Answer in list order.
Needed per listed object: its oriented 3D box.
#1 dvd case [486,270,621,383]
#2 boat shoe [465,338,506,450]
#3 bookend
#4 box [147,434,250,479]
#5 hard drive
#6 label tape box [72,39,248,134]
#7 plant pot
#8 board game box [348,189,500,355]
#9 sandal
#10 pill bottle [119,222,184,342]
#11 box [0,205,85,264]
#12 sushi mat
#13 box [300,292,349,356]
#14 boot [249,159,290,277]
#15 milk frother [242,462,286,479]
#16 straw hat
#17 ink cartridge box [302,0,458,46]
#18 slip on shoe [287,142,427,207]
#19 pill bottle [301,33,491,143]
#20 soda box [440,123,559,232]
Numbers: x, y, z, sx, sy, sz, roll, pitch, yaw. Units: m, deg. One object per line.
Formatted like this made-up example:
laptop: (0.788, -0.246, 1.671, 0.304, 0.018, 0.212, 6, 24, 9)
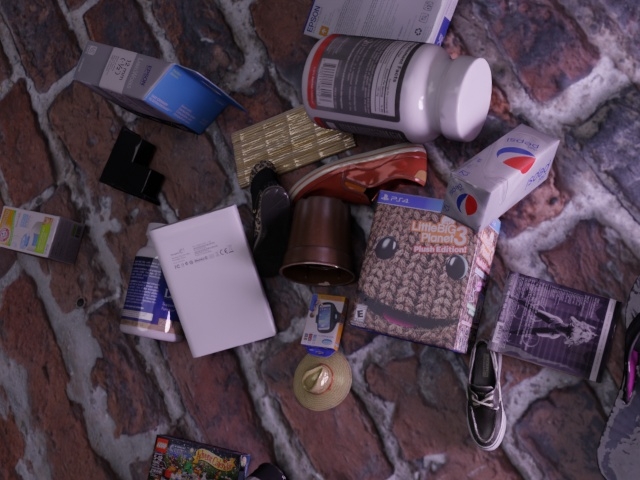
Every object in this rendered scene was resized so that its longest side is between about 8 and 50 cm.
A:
dvd case: (0.453, 0.166, 1.595, 0.221, 0.018, 0.165, 16, 79, 13)
boat shoe: (0.321, 0.304, 1.625, 0.077, 0.070, 0.219, -5, 76, 23)
bookend: (-0.459, -0.191, 2.092, 0.156, 0.072, 0.157, 20, 86, 26)
box: (-0.282, 0.540, 1.856, 0.233, 0.044, 0.159, 6, 81, 25)
hard drive: (-0.239, 0.093, 1.847, 0.203, 0.040, 0.308, -16, 100, 7)
label tape box: (-0.386, -0.357, 1.999, 0.347, 0.249, 0.115, 22, 87, 27)
plant pot: (0.000, 0.000, 1.802, 0.166, 0.167, 0.165, -4, 68, 23)
board game box: (0.216, 0.066, 1.689, 0.232, 0.141, 0.291, 10, 82, 26)
sandal: (0.617, 0.241, 1.486, 0.167, 0.107, 0.446, 11, 82, 26)
pill bottle: (-0.374, 0.100, 1.941, 0.153, 0.153, 0.265, 7, 81, 25)
box: (-0.742, -0.014, 2.161, 0.203, 0.103, 0.114, 11, 82, 26)
sushi mat: (-0.067, -0.242, 1.959, 0.316, 0.019, 0.152, -19, 70, 19)
box: (0.008, 0.186, 1.805, 0.081, 0.028, 0.136, 4, 66, 25)
boot: (-0.122, -0.053, 1.899, 0.179, 0.085, 0.236, -111, 25, -56)
milk frother: (-0.118, 0.566, 1.725, 0.143, 0.134, 0.129, 18, 117, 29)
straw hat: (-0.008, 0.300, 1.780, 0.144, 0.061, 0.145, -6, 75, 24)
ink cartridge box: (0.157, -0.577, 1.884, 0.330, 0.071, 0.324, 25, 99, 27)
slip on shoe: (0.080, -0.124, 1.814, 0.331, 0.123, 0.101, -15, 76, 15)
pill bottle: (0.160, -0.318, 1.739, 0.362, 0.210, 0.210, 14, 84, 29)
soda box: (0.354, -0.127, 1.599, 0.091, 0.286, 0.098, 31, 132, 27)
